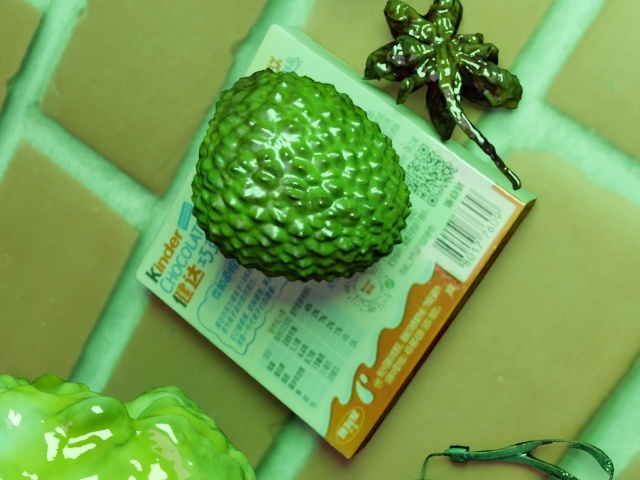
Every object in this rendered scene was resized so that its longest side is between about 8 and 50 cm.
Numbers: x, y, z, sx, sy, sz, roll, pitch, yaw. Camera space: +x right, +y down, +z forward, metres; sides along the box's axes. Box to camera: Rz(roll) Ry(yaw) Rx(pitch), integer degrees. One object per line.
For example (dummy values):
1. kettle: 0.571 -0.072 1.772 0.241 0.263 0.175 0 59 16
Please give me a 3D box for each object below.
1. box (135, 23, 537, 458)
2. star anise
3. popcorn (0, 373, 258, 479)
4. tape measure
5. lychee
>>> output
1. box: 0.000 0.000 0.879 0.265 0.048 0.273 39 112 16
2. star anise: 0.104 -0.116 0.791 0.097 0.070 0.191 -30 75 -8
3. popcorn: -0.200 0.257 0.846 0.293 0.334 0.293 -7 81 51
4. tape measure: 0.130 0.202 0.814 0.180 0.107 0.104 -45 75 26
5. lychee: -0.014 -0.040 0.768 0.171 0.171 0.171 4 99 24
